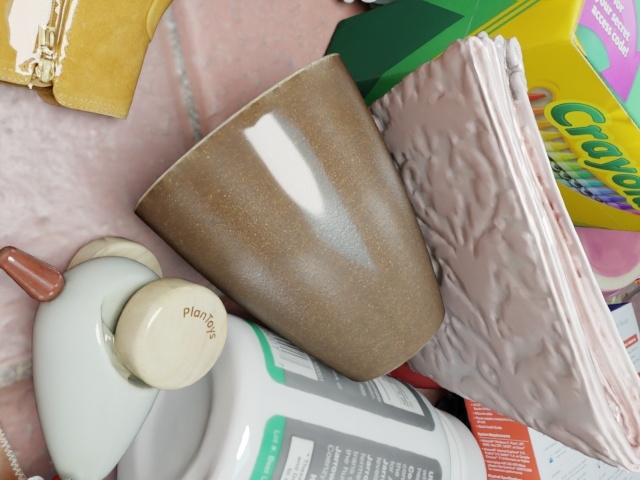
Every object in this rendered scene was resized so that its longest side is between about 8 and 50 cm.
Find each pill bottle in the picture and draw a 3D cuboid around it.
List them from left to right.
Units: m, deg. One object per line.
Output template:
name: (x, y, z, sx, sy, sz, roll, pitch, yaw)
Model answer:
pill bottle: (0.002, 0.222, 0.568, 0.361, 0.204, 0.204, 29, 80, -35)

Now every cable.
cable: (0.169, 0.273, 0.742, 0.047, 0.150, 0.184, 37, 73, 4)

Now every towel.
towel: (0.121, 0.013, 0.512, 0.053, 0.332, 0.317, -22, 95, -15)

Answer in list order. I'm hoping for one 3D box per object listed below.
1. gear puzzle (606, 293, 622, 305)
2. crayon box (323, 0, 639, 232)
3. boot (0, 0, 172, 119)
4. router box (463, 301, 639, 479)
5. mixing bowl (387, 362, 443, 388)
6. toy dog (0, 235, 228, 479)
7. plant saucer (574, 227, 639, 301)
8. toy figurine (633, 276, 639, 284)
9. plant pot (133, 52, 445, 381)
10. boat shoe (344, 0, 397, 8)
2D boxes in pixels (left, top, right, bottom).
gear puzzle: (0.468, 0.076, 0.987, 0.175, 0.044, 0.339, -27, 109, -28)
crayon box: (0.223, -0.125, 0.605, 0.362, 0.313, 0.106, 27, 81, -35)
boot: (-0.154, -0.209, 0.465, 0.295, 0.104, 0.211, -2, 105, -33)
router box: (0.346, 0.263, 0.730, 0.335, 0.082, 0.301, -9, 84, -39)
mixing bowl: (0.174, 0.126, 0.743, 0.181, 0.098, 0.182, -6, 100, -36)
toy dog: (-0.208, 0.135, 0.411, 0.161, 0.220, 0.334, 31, 59, -44)
plant saucer: (0.434, -0.048, 0.881, 0.332, 0.084, 0.332, -1, 93, -28)
toy figurine: (0.661, 0.030, 1.042, 0.130, 0.159, 0.173, 45, 72, -32)
plant pot: (0.000, 0.000, 0.482, 0.215, 0.215, 0.230, -41, 97, -24)
boat shoe: (0.077, -0.279, 0.588, 0.319, 0.116, 0.099, 13, 129, -46)
